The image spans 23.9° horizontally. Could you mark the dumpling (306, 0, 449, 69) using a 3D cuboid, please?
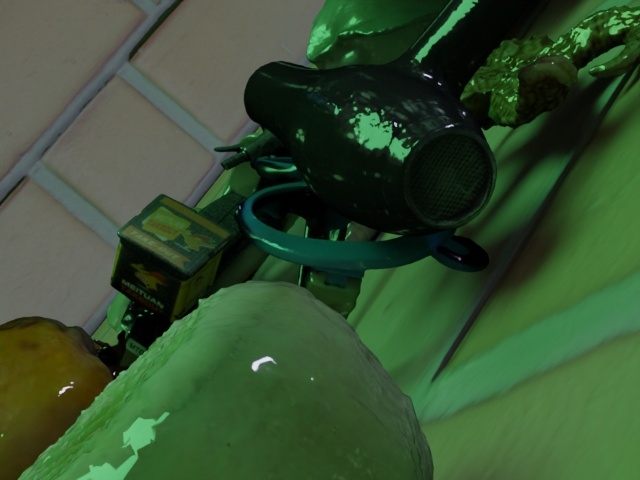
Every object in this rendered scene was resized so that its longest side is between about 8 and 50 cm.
[{"bbox_3d":[0.089,-0.162,1.144,0.217,0.149,0.104,-26,-52,-58],"label":"dumpling"}]

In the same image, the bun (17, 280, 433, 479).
[{"bbox_3d":[-0.045,0.108,0.448,0.195,0.118,0.195,-43,7,6],"label":"bun"}]

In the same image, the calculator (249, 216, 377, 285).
[{"bbox_3d":[0.000,0.000,1.039,0.100,0.032,0.175,-53,8,-27],"label":"calculator"}]

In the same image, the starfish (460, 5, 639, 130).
[{"bbox_3d":[0.087,-0.082,0.747,0.150,0.053,0.209,-33,7,0],"label":"starfish"}]

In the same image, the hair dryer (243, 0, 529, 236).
[{"bbox_3d":[0.059,-0.110,0.676,0.219,0.075,0.195,-54,28,1],"label":"hair dryer"}]

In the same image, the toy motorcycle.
[{"bbox_3d":[-0.064,-0.006,1.135,0.263,0.091,0.157,-47,-18,-47],"label":"toy motorcycle"}]

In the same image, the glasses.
[{"bbox_3d":[-0.026,0.034,0.754,0.207,0.102,0.239,-48,8,7],"label":"glasses"}]

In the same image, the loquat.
[{"bbox_3d":[-0.194,0.147,0.951,0.234,0.176,0.187,-52,24,3],"label":"loquat"}]

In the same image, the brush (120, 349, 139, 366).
[{"bbox_3d":[-0.132,0.088,1.309,0.048,0.054,0.282,-7,40,50],"label":"brush"}]
